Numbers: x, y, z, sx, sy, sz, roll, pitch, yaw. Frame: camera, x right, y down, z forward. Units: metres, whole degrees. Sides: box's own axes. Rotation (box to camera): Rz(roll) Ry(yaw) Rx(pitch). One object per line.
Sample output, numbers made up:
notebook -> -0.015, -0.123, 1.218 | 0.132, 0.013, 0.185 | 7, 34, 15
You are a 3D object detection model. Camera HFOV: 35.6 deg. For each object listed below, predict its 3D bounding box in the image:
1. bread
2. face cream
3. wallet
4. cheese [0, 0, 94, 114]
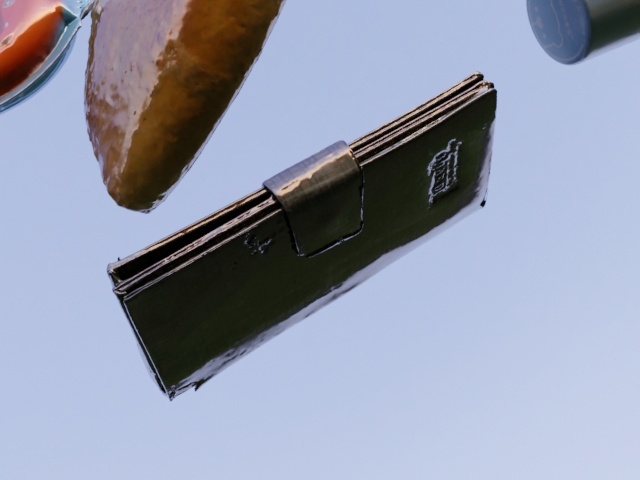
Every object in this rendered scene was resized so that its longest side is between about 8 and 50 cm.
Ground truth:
bread -> -0.076, -0.078, 0.468 | 0.054, 0.154, 0.136 | 21, -110, -36
face cream -> 0.277, -0.207, 0.748 | 0.250, 0.077, 0.077 | -23, -55, -18
wallet -> 0.000, 0.001, 0.758 | 0.317, 0.044, 0.169 | -30, -31, -15
cheese -> -0.230, -0.082, 0.566 | 0.256, 0.106, 0.037 | -26, -44, 12
